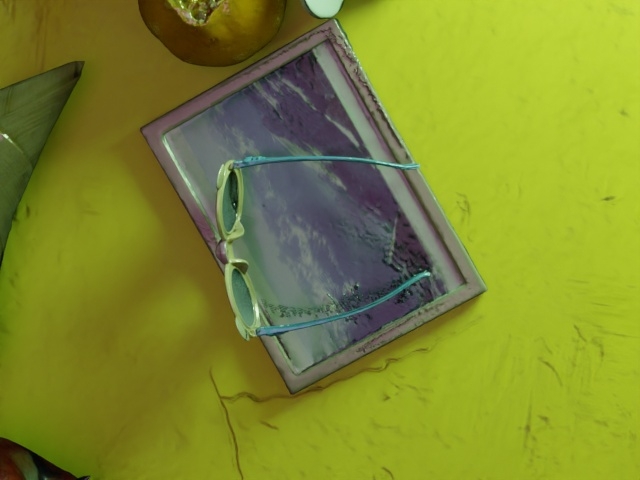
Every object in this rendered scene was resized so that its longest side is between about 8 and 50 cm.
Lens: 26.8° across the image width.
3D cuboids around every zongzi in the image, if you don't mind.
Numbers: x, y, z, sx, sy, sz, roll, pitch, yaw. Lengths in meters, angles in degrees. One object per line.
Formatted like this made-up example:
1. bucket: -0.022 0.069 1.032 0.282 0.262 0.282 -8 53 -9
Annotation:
1. zongzi: -0.350 -0.010 1.434 0.318 0.154 0.289 -21 102 2

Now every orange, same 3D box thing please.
1. orange: -0.111 -0.252 1.371 0.155 0.134 0.154 1 104 4

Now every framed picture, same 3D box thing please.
1. framed picture: -0.008 -0.033 1.440 0.247 0.022 0.335 -28 93 10

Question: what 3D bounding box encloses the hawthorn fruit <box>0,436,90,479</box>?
1. hawthorn fruit: -0.354 0.336 1.419 0.301 0.268 0.267 -30 92 8

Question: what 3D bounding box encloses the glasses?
1. glasses: -0.003 -0.003 1.414 0.221 0.088 0.189 -9 95 -11

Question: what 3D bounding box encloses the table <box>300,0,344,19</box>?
1. table: 0.011 -0.331 1.337 0.167 0.166 0.198 -22 100 10
